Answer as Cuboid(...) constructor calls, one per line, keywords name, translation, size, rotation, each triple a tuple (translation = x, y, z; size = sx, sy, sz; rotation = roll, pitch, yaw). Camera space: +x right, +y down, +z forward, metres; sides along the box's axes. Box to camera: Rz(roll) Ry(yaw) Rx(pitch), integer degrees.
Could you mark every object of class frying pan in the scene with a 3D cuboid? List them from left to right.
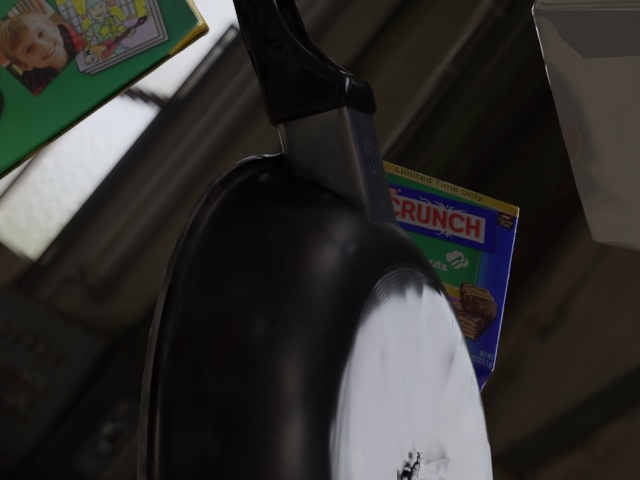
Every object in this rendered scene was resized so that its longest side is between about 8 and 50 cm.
Cuboid(name="frying pan", translation=(0.011, 0.015, 0.538), size=(0.053, 0.326, 0.197), rotation=(-6, -28, 22))

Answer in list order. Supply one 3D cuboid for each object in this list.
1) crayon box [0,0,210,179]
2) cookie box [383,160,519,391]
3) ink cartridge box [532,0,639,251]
Cuboid(name="crayon box", translation=(-0.288, -0.105, 1.027), size=(0.313, 0.363, 0.106), rotation=(45, -11, 49))
Cuboid(name="cookie box", translation=(0.047, 0.019, 0.930), size=(0.092, 0.107, 0.040), rotation=(18, -38, -6))
Cuboid(name="ink cartridge box", translation=(0.203, -0.059, 0.586), size=(0.237, 0.172, 0.100), rotation=(15, -57, 67))
